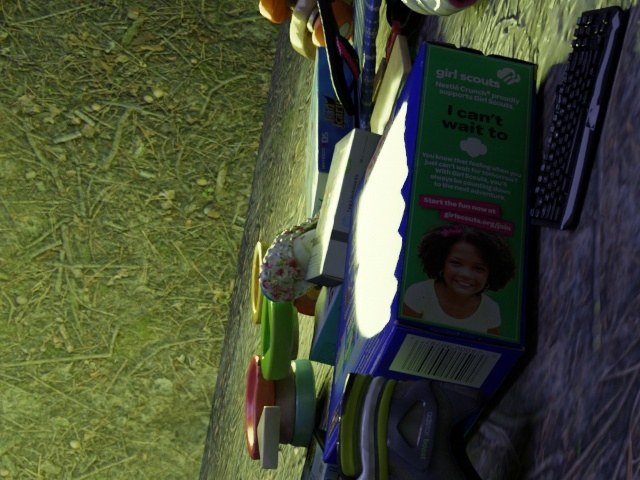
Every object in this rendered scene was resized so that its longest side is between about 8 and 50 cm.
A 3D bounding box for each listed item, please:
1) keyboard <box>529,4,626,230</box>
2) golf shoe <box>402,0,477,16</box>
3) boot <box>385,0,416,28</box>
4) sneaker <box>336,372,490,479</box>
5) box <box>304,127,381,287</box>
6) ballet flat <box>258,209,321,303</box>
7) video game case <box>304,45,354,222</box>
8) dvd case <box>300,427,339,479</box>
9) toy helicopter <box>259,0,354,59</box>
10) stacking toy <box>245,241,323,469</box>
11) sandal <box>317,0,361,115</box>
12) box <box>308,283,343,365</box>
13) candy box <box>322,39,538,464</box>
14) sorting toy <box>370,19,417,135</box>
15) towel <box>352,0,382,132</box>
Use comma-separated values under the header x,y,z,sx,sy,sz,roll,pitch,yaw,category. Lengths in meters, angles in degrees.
x,y,z,sx,sy,sz,roll,pitch,yaw,category
0.203,-0.099,1.169,0.108,0.023,0.180,-156,80,-82,keyboard
0.172,-0.403,1.650,0.140,0.115,0.306,-131,47,-67,golf shoe
0.130,-0.389,2.038,0.190,0.069,0.086,100,173,-57,boot
0.086,0.246,1.107,0.111,0.121,0.300,9,-106,-76,sneaker
0.027,-0.038,1.799,0.145,0.038,0.186,156,129,-80,box
0.000,0.000,1.949,0.077,0.091,0.241,-35,7,41,ballet flat
0.011,-0.116,2.191,0.244,0.061,0.269,96,176,-49,video game case
-0.020,0.390,1.924,0.180,0.022,0.253,-148,71,-83,dvd case
0.066,-0.449,2.326,0.355,0.140,0.235,-59,-21,3,toy helicopter
-0.026,0.171,2.048,0.279,0.130,0.309,-128,41,-76,stacking toy
0.032,-0.266,2.044,0.067,0.040,0.179,-41,-61,-79,sandal
0.046,0.056,1.863,0.244,0.060,0.100,112,169,-49,box
0.100,0.021,1.335,0.268,0.122,0.317,113,167,-54,candy box
0.107,-0.188,1.893,0.274,0.046,0.132,-93,18,-62,sorting toy
0.073,-0.279,2.138,0.243,0.040,0.336,-93,5,-59,towel
